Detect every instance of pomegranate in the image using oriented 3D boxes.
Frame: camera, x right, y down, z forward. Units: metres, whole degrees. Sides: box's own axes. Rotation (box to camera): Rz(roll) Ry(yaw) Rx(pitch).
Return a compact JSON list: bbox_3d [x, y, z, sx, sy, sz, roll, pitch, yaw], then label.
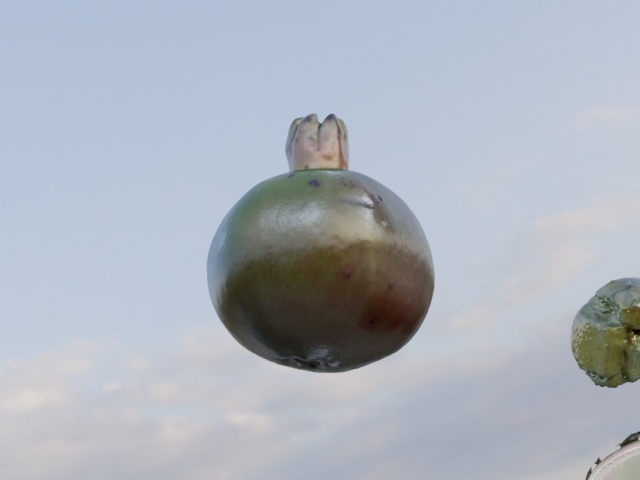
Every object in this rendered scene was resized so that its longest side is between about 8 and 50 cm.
[{"bbox_3d":[0.000,0.000,1.195,0.180,0.210,0.180,2,-22,1],"label":"pomegranate"}]

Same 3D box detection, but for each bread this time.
[{"bbox_3d":[0.367,0.088,1.759,0.156,0.103,0.110,-30,-52,-12],"label":"bread"}]

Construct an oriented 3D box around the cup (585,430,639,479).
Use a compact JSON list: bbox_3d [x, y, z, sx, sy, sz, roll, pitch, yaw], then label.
[{"bbox_3d":[0.323,0.304,1.135,0.253,0.274,0.253,-2,19,1],"label":"cup"}]
